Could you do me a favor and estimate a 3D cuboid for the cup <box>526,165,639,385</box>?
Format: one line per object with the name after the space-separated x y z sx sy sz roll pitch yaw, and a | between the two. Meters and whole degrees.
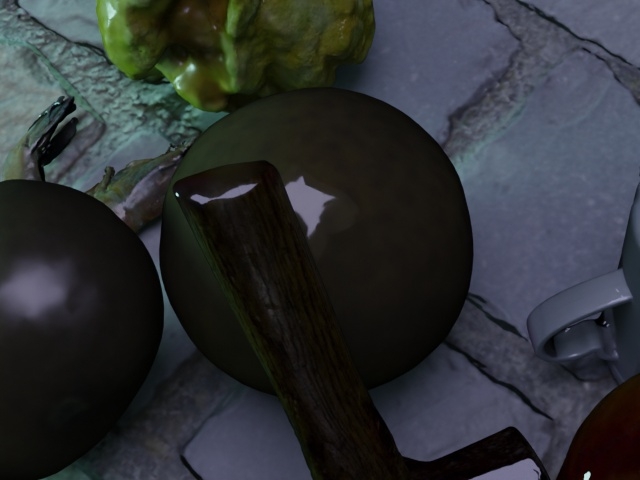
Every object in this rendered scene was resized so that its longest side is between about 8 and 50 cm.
0.286 0.047 1.195 0.221 0.202 0.167 -38 62 -16 | cup

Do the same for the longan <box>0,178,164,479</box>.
-0.231 0.070 1.218 0.248 0.248 0.248 -2 61 4 | longan

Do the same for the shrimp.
-0.180 -0.072 1.398 0.219 0.046 0.152 -29 65 -10 | shrimp

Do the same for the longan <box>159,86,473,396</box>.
0.000 0.000 1.225 0.258 0.258 0.258 -2 61 4 | longan

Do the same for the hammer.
0.005 0.105 1.093 0.242 0.409 0.095 -26 32 -5 | hammer

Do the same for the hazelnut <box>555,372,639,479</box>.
0.267 0.194 1.083 0.217 0.251 0.217 -18 32 12 | hazelnut

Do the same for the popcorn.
-0.075 -0.225 1.373 0.250 0.235 0.242 -4 42 -10 | popcorn
